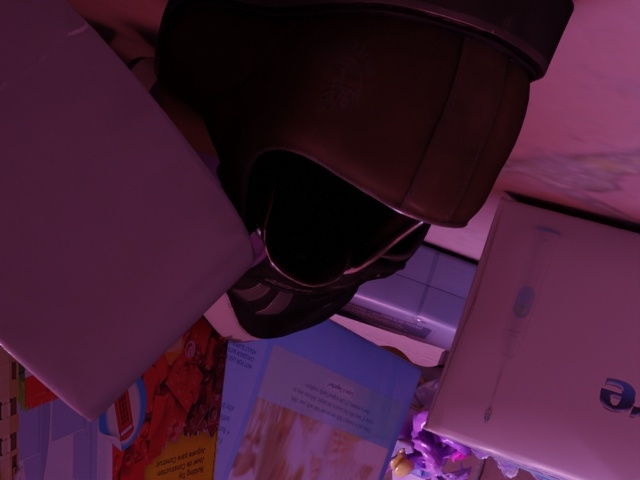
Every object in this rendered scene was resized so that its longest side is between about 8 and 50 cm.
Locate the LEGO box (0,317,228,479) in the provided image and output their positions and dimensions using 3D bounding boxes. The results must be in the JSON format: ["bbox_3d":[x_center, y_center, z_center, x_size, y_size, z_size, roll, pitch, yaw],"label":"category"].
[{"bbox_3d":[-0.254,0.151,0.617,0.193,0.372,0.500,8,-175,26],"label":"LEGO box"}]

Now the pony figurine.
[{"bbox_3d":[0.094,0.199,1.525,0.364,0.302,0.351,19,-154,-34],"label":"pony figurine"}]

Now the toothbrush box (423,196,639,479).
[{"bbox_3d":[0.208,0.094,0.776,0.216,0.126,0.295,16,174,24],"label":"toothbrush box"}]

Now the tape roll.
[{"bbox_3d":[-0.121,-0.045,0.434,0.219,0.072,0.219,43,171,9],"label":"tape roll"}]

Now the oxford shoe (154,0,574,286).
[{"bbox_3d":[-0.012,-0.037,0.474,0.083,0.096,0.227,19,175,-21],"label":"oxford shoe"}]

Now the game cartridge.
[{"bbox_3d":[-0.010,0.013,1.030,0.294,0.060,0.196,18,177,2],"label":"game cartridge"}]

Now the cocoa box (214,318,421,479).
[{"bbox_3d":[-0.119,0.134,1.077,0.228,0.231,0.347,15,171,32],"label":"cocoa box"}]

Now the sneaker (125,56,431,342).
[{"bbox_3d":[0.000,0.000,0.712,0.124,0.107,0.283,9,171,18],"label":"sneaker"}]
